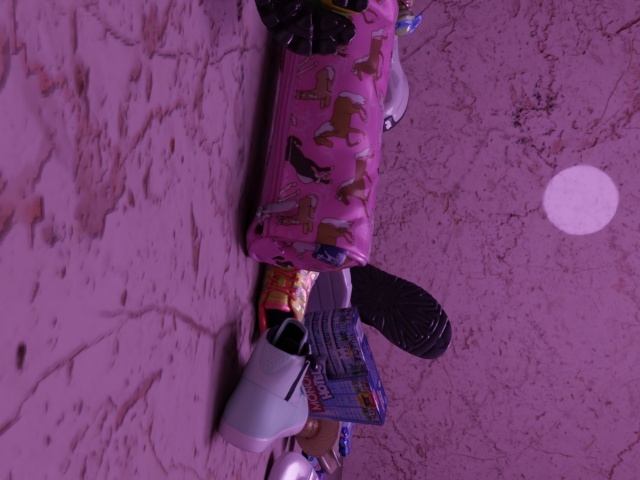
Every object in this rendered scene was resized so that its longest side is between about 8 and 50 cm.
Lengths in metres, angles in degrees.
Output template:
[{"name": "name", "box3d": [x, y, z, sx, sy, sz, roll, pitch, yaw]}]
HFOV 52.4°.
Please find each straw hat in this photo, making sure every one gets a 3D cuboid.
[{"name": "straw hat", "box3d": [-0.032, 0.375, 1.337, 0.061, 0.145, 0.144, 18, 75, -40]}]

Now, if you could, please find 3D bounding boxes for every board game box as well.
[{"name": "board game box", "box3d": [-0.013, 0.210, 1.032, 0.060, 0.194, 0.194, -67, 142, -58]}]

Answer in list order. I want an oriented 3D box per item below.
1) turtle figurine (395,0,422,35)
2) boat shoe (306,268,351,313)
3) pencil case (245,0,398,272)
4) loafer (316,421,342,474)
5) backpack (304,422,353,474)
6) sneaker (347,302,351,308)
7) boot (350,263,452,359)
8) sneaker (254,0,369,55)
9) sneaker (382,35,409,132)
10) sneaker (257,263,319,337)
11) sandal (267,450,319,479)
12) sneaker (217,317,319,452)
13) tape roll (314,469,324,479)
[{"name": "turtle figurine", "box3d": [0.117, -0.528, 1.179, 0.275, 0.198, 0.266, 2, 72, -52]}, {"name": "boat shoe", "box3d": [0.000, 0.000, 1.064, 0.119, 0.121, 0.335, -66, 159, -54]}, {"name": "pencil case", "box3d": [0.006, -0.153, 0.845, 0.167, 0.160, 0.385, 85, 13, -81]}, {"name": "loafer", "box3d": [0.021, 0.385, 1.469, 0.102, 0.092, 0.268, 68, 13, -70]}, {"name": "backpack", "box3d": [0.020, 0.535, 1.718, 0.158, 0.117, 0.173, 85, 16, -52]}, {"name": "sneaker", "box3d": [0.012, 0.151, 1.352, 0.281, 0.105, 0.115, -67, 162, -64]}, {"name": "boot", "box3d": [0.169, 0.193, 1.723, 0.146, 0.367, 0.445, -51, 166, -10]}, {"name": "sneaker", "box3d": [-0.039, -0.349, 0.582, 0.146, 0.134, 0.343, -124, -150, -61]}, {"name": "sneaker", "box3d": [0.089, -0.456, 1.379, 0.257, 0.169, 0.447, 67, 21, -56]}, {"name": "sneaker", "box3d": [-0.047, 0.064, 0.923, 0.094, 0.082, 0.208, -47, 143, -74]}, {"name": "sandal", "box3d": [-0.056, 0.590, 1.240, 0.169, 0.102, 0.416, -41, 123, -53]}, {"name": "sneaker", "box3d": [-0.042, 0.178, 0.869, 0.151, 0.094, 0.256, -63, 171, 3]}, {"name": "tape roll", "box3d": [-0.044, 0.594, 1.412, 0.189, 0.080, 0.188, 7, 90, -84]}]
